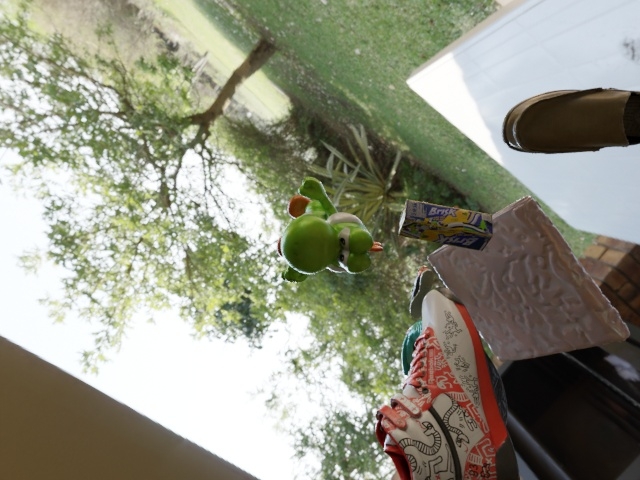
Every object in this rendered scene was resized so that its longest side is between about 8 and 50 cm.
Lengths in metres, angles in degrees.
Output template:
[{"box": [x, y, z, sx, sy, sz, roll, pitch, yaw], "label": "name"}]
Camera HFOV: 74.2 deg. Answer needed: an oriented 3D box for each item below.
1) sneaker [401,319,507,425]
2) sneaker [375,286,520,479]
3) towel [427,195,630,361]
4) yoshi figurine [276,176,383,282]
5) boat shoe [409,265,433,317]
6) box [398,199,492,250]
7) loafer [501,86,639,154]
[{"box": [0.279, 0.298, 0.949, 0.179, 0.124, 0.295, -21, 98, 49], "label": "sneaker"}, {"box": [0.137, 0.186, 0.549, 0.090, 0.145, 0.269, 98, 165, -57], "label": "sneaker"}, {"box": [0.439, 0.105, 0.952, 0.331, 0.053, 0.317, 56, 145, 6], "label": "towel"}, {"box": [-0.023, -0.013, 0.892, 0.203, 0.203, 0.362, 59, 168, -17], "label": "yoshi figurine"}, {"box": [0.259, 0.133, 1.100, 0.049, 0.136, 0.043, 8, -166, -11], "label": "boat shoe"}, {"box": [0.244, -0.030, 0.830, 0.169, 0.054, 0.059, 11, 148, 4], "label": "box"}, {"box": [0.232, -0.103, 0.355, 0.050, 0.148, 0.056, -64, -33, -75], "label": "loafer"}]
